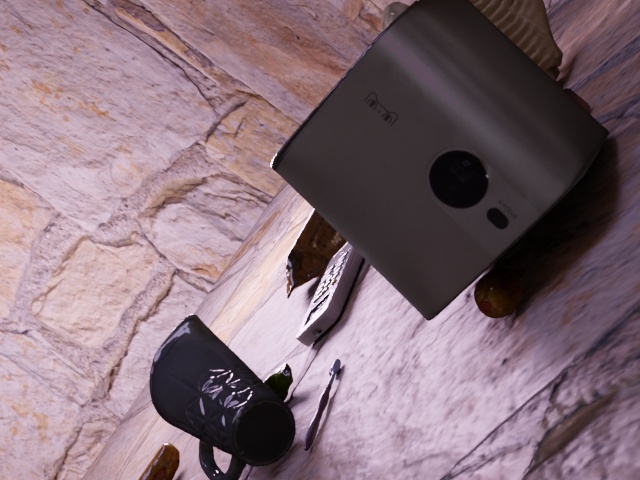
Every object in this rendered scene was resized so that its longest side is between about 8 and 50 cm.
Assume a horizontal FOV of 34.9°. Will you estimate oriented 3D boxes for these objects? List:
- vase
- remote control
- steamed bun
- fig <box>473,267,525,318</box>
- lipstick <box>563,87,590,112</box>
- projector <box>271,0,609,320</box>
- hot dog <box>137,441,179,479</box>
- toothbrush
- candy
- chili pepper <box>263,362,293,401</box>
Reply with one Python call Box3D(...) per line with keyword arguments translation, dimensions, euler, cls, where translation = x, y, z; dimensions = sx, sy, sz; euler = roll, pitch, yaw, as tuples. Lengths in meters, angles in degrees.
Box3D(translation=(-0.144, 0.259, 1.545), dimensions=(0.301, 0.156, 0.251), euler=(14, 107, 62), cls="vase")
Box3D(translation=(0.025, 0.082, 1.801), dimensions=(0.103, 0.034, 0.250), euler=(-46, 12, 37), cls="remote control")
Box3D(translation=(0.204, -0.251, 1.518), dimensions=(0.203, 0.276, 0.289), euler=(119, 159, -64), cls="steamed bun")
Box3D(translation=(0.193, 0.048, 1.068), dimensions=(0.083, 0.050, 0.050), euler=(-35, -6, -45), cls="fig")
Box3D(translation=(0.290, -0.153, 1.328), dimensions=(0.045, 0.045, 0.145), euler=(-54, 9, -17), cls="lipstick")
Box3D(translation=(0.133, -0.100, 1.126), dimensions=(0.248, 0.249, 0.248), euler=(-47, -3, 31), cls="projector")
Box3D(translation=(-0.354, 0.518, 1.950), dimensions=(0.286, 0.061, 0.088), euler=(-57, 6, -16), cls="hot dog")
Box3D(translation=(0.002, 0.227, 1.420), dimensions=(0.019, 0.013, 0.193), euler=(-55, 6, 33), cls="toothbrush")
Box3D(translation=(0.000, 0.000, 2.053), dimensions=(0.271, 0.101, 0.143), euler=(-56, 2, 14), cls="candy")
Box3D(translation=(-0.094, 0.265, 1.655), dimensions=(0.201, 0.050, 0.052), euler=(-51, 53, 29), cls="chili pepper")
